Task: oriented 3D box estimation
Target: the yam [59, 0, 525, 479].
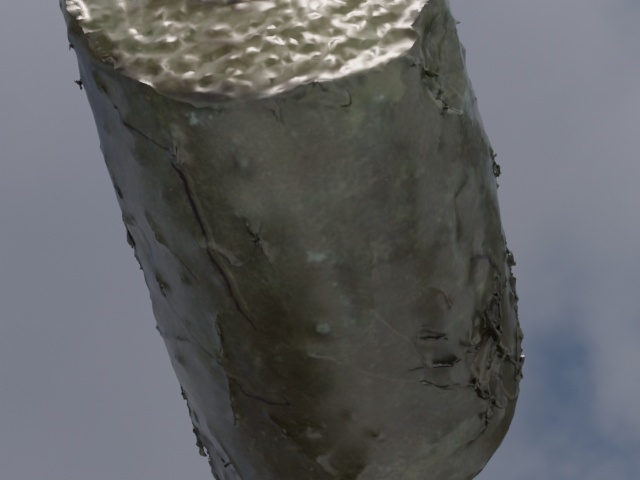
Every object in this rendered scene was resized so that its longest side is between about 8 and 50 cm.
[{"bbox_3d":[0.000,0.000,0.473,0.154,0.154,0.254,-33,-48,-25],"label":"yam"}]
